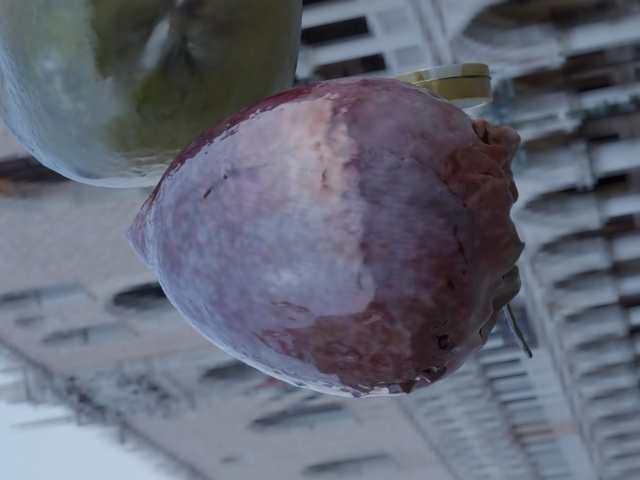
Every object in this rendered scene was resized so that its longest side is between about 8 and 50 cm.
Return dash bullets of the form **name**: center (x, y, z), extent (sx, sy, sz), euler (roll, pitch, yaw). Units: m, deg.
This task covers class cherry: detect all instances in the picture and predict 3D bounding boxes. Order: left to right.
- **cherry**: center (0.000, 0.000, 0.962), extent (0.175, 0.250, 0.192), euler (-62, -28, -57)

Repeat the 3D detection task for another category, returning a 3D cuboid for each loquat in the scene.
- **loquat**: center (-0.133, -0.179, 1.194), extent (0.284, 0.276, 0.276), euler (35, 143, 62)

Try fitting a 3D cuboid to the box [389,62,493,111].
- **box**: center (0.117, -0.146, 1.574), extent (0.105, 0.106, 0.037), euler (4, -104, -79)
